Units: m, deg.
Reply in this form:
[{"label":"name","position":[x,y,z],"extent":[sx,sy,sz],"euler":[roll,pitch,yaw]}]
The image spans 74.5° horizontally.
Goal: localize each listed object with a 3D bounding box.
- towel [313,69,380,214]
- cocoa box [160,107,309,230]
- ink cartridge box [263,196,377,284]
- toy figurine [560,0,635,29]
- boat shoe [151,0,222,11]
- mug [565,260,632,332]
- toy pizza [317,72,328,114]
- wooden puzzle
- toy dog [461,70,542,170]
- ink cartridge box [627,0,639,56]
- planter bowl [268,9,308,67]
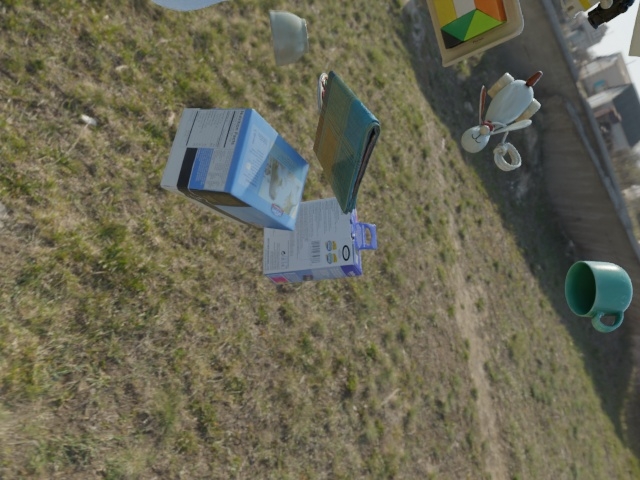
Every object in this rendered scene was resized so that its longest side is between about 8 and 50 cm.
[{"label":"towel","position":[0.059,-0.288,1.192],"extent":[0.040,0.271,0.370],"euler":[1,39,-19]},{"label":"cocoa box","position":[-0.218,-0.186,1.182],"extent":[0.347,0.228,0.231],"euler":[32,68,-63]},{"label":"ink cartridge box","position":[0.000,0.000,1.530],"extent":[0.151,0.395,0.270],"euler":[49,36,-64]},{"label":"toy figurine","position":[0.609,-0.597,0.913],"extent":[0.209,0.148,0.213],"euler":[-8,76,-36]},{"label":"boat shoe","position":[-0.285,-0.616,0.995],"extent":[0.301,0.102,0.108],"euler":[-26,131,-26]},{"label":"mug","position":[0.657,0.128,0.987],"extent":[0.129,0.097,0.157],"euler":[39,53,-89]},{"label":"toy pizza","position":[0.030,-0.583,1.733],"extent":[0.201,0.032,0.201],"euler":[2,90,-73]},{"label":"wooden puzzle","position":[0.334,-0.550,0.964],"extent":[0.044,0.221,0.238],"euler":[-23,102,-29]},{"label":"toy dog","position":[0.563,-0.395,1.260],"extent":[0.220,0.161,0.333],"euler":[25,64,-5]},{"label":"ink cartridge box","position":[0.677,-0.508,0.652],"extent":[0.279,0.160,0.384],"euler":[-26,126,-17]},{"label":"planter bowl","position":[-0.095,-0.623,1.293],"extent":[0.162,0.109,0.162],"euler":[173,-90,-87]}]
